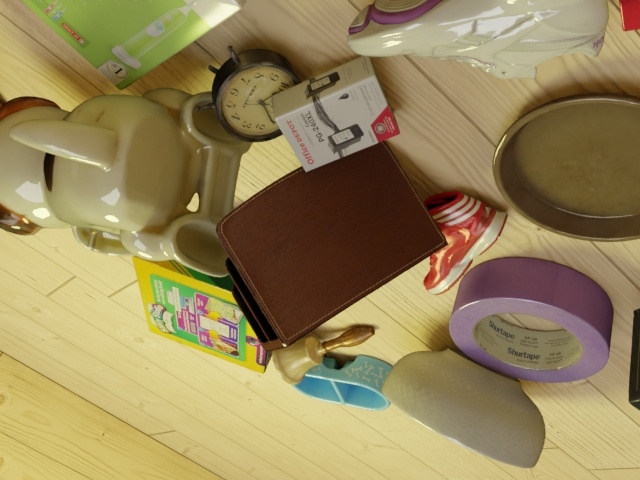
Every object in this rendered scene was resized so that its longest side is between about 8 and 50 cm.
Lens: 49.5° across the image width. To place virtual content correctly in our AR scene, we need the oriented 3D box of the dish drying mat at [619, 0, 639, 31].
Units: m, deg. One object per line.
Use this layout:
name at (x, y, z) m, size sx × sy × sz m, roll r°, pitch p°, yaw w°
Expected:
dish drying mat at (0.344, -0.267, 0.759) m, size 0.032 × 0.008 × 0.083 m, roll 0°, pitch 141°, yaw 31°

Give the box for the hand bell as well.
hand bell at (0.021, 0.241, 1.590) m, size 0.242 × 0.126 × 0.126 m, roll -22°, pitch 127°, yaw 29°

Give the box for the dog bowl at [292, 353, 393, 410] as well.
dog bowl at (0.054, 0.347, 1.723) m, size 0.297 × 0.074 × 0.166 m, roll 5°, pitch 142°, yaw 24°

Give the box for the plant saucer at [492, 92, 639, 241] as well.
plant saucer at (0.377, -0.098, 0.945) m, size 0.277 × 0.041 × 0.278 m, roll 15°, pitch 145°, yaw 11°

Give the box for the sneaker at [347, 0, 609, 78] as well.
sneaker at (0.174, -0.236, 0.803) m, size 0.305 × 0.114 × 0.152 m, roll -1°, pitch 139°, yaw 31°

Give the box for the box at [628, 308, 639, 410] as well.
box at (0.694, 0.209, 1.007) m, size 0.343 × 0.179 × 0.312 m, roll 33°, pitch 143°, yaw -15°

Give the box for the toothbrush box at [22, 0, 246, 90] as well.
toothbrush box at (-0.236, -0.346, 0.885) m, size 0.283 × 0.122 × 0.206 m, roll -15°, pitch 132°, yaw 44°

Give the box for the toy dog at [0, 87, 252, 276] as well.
toy dog at (-0.360, -0.096, 1.092) m, size 0.407 × 0.285 × 0.395 m, roll 6°, pitch -173°, yaw 34°

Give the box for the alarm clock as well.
alarm clock at (-0.075, -0.205, 1.012) m, size 0.192 × 0.064 × 0.129 m, roll 19°, pitch 121°, yaw -30°

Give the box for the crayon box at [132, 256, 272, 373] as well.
crayon box at (-0.249, 0.143, 1.587) m, size 0.313 × 0.106 × 0.363 m, roll 20°, pitch 147°, yaw 6°

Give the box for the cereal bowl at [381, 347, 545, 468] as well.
cereal bowl at (0.304, 0.314, 1.410) m, size 0.338 × 0.141 × 0.339 m, roll 24°, pitch 180°, yaw 0°

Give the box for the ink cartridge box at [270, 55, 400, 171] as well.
ink cartridge box at (0.021, -0.175, 0.973) m, size 0.150 × 0.063 × 0.109 m, roll -22°, pitch 133°, yaw 12°

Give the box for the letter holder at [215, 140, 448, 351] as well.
letter holder at (0.000, 0.000, 1.076) m, size 0.214 × 0.301 × 0.152 m, roll 59°, pitch 161°, yaw 2°

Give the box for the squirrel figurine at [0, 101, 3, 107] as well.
squirrel figurine at (-0.780, -0.225, 1.144) m, size 0.396 × 0.370 × 0.281 m, roll 24°, pitch 147°, yaw -2°

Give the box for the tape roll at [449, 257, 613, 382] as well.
tape roll at (0.375, 0.149, 1.246) m, size 0.274 × 0.090 × 0.275 m, roll 15°, pitch 145°, yaw 11°

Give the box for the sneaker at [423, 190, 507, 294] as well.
sneaker at (0.202, -0.006, 1.157) m, size 0.128 × 0.087 × 0.221 m, roll 33°, pitch 134°, yaw -1°
